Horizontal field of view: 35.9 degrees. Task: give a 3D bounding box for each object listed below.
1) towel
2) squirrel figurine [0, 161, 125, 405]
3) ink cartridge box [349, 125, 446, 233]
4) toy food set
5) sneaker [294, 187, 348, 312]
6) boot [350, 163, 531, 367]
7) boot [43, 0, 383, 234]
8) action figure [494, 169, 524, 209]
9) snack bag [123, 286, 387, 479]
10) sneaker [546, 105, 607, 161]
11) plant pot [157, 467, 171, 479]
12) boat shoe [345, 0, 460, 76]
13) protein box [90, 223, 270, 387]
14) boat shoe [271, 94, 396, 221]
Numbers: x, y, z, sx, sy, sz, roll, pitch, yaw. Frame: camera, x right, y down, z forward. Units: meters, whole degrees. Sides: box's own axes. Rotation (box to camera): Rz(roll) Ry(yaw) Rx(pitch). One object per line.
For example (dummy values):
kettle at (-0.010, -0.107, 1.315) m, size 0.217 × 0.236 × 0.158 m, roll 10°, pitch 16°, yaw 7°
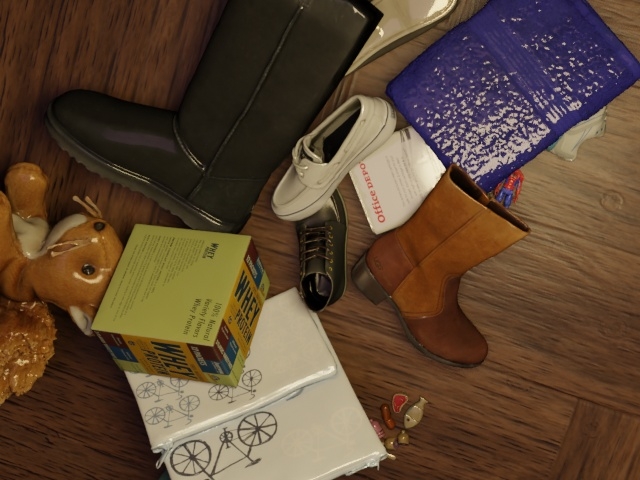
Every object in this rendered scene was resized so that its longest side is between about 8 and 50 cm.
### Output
towel at (0.277, -0.231, 1.438) m, size 0.308 × 0.076 × 0.227 m, roll -38°, pitch 84°, yaw 8°
squirrel figurine at (-0.503, 0.064, 1.611) m, size 0.371 × 0.281 × 0.396 m, roll 17°, pitch 115°, yaw -4°
ink cartridge box at (0.152, -0.108, 1.537) m, size 0.191 × 0.082 × 0.139 m, roll -20°, pitch 93°, yaw 13°
toy food set at (0.121, 0.304, 1.639) m, size 0.078 × 0.019 × 0.122 m, roll 24°, pitch 102°, yaw 5°
sneaker at (0.000, 0.000, 1.560) m, size 0.083 × 0.118 × 0.221 m, roll -8°, pitch 98°, yaw 10°
boot at (0.218, 0.046, 1.484) m, size 0.264 × 0.096 × 0.280 m, roll 45°, pitch 132°, yaw 0°
boot at (-0.171, -0.257, 1.468) m, size 0.367 × 0.146 × 0.445 m, roll 30°, pitch 124°, yaw -8°
action figure at (0.291, -0.073, 1.550) m, size 0.038 × 0.030 × 0.115 m, roll 22°, pitch 100°, yaw 10°
snack bag at (-0.110, 0.258, 1.512) m, size 0.323 × 0.037 × 0.342 m, roll -22°, pitch 53°, yaw -7°
sneaker at (0.410, -0.203, 1.499) m, size 0.083 × 0.071 × 0.190 m, roll 33°, pitch 103°, yaw -17°
plant pot at (-0.184, 0.408, 1.636) m, size 0.166 × 0.165 × 0.234 m, roll 41°, pitch 109°, yaw 1°
boat shoe at (0.062, -0.324, 1.525) m, size 0.335 × 0.095 × 0.112 m, roll -21°, pitch 97°, yaw 17°
protein box at (-0.211, 0.100, 1.539) m, size 0.201 × 0.136 × 0.199 m, roll 6°, pitch 57°, yaw 17°
boat shoe at (-0.002, -0.129, 1.491) m, size 0.258 × 0.084 × 0.095 m, roll -46°, pitch 52°, yaw 25°
